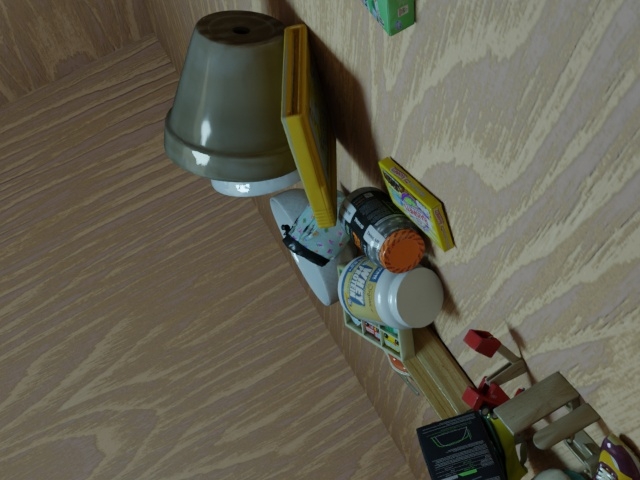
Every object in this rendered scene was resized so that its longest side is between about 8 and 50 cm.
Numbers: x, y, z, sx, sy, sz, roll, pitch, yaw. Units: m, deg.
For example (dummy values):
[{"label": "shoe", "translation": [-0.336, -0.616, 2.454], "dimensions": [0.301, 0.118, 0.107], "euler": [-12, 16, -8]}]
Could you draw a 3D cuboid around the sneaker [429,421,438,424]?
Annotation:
[{"label": "sneaker", "translation": [0.359, 0.524, 2.352], "dimensions": [0.279, 0.107, 0.118], "euler": [-137, 39, -55]}]

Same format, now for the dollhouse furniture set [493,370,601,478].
[{"label": "dollhouse furniture set", "translation": [0.376, 0.329, 1.493], "dimensions": [0.144, 0.123, 0.151], "euler": [52, 167, 46]}]

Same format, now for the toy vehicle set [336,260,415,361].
[{"label": "toy vehicle set", "translation": [0.126, 0.161, 2.196], "dimensions": [0.267, 0.035, 0.165], "euler": [27, 130, 59]}]

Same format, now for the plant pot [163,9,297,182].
[{"label": "plant pot", "translation": [-0.169, -0.321, 1.990], "dimensions": [0.323, 0.323, 0.280], "euler": [52, 146, 45]}]

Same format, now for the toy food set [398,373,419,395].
[{"label": "toy food set", "translation": [0.245, 0.316, 2.488], "dimensions": [0.132, 0.039, 0.192], "euler": [49, 155, 34]}]

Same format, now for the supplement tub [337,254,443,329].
[{"label": "supplement tub", "translation": [0.145, 0.107, 1.944], "dimensions": [0.200, 0.144, 0.144], "euler": [7, 127, 57]}]

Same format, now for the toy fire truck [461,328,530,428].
[{"label": "toy fire truck", "translation": [0.318, 0.245, 1.647], "dimensions": [0.192, 0.135, 0.047], "euler": [23, -172, -24]}]

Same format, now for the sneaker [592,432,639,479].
[{"label": "sneaker", "translation": [0.437, 0.371, 1.408], "dimensions": [0.069, 0.084, 0.185], "euler": [49, 165, 55]}]

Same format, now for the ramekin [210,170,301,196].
[{"label": "ramekin", "translation": [-0.150, -0.232, 2.291], "dimensions": [0.277, 0.277, 0.135], "euler": [-133, 24, -57]}]

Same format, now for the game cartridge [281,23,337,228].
[{"label": "game cartridge", "translation": [-0.015, -0.223, 1.891], "dimensions": [0.323, 0.053, 0.285], "euler": [69, -164, -47]}]

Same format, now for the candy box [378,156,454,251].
[{"label": "candy box", "translation": [0.175, -0.069, 1.726], "dimensions": [0.206, 0.027, 0.105], "euler": [50, 169, 53]}]

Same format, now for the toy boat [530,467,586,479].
[{"label": "toy boat", "translation": [0.473, 0.553, 1.654], "dimensions": [0.267, 0.148, 0.318], "euler": [98, 151, -67]}]

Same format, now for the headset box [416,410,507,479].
[{"label": "headset box", "translation": [0.297, 0.513, 1.768], "dimensions": [0.283, 0.131, 0.246], "euler": [-105, -4, -57]}]

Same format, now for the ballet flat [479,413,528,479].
[{"label": "ballet flat", "translation": [0.374, 0.404, 1.880], "dimensions": [0.077, 0.077, 0.230], "euler": [-123, 11, -53]}]

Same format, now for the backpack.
[{"label": "backpack", "translation": [0.013, -0.033, 2.273], "dimensions": [0.152, 0.182, 0.115], "euler": [28, -166, -41]}]

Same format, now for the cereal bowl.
[{"label": "cereal bowl", "translation": [0.000, 0.000, 2.536], "dimensions": [0.339, 0.141, 0.339], "euler": [58, 170, 16]}]

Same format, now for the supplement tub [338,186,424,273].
[{"label": "supplement tub", "translation": [0.123, -0.020, 1.874], "dimensions": [0.190, 0.117, 0.117], "euler": [50, 166, 52]}]

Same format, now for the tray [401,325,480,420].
[{"label": "tray", "translation": [0.247, 0.277, 2.222], "dimensions": [0.411, 0.076, 0.202], "euler": [55, 168, 33]}]

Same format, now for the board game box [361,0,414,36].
[{"label": "board game box", "translation": [0.047, -0.448, 1.233], "dimensions": [0.213, 0.046, 0.317], "euler": [56, 169, 27]}]

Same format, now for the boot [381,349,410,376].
[{"label": "boot", "translation": [0.200, 0.279, 2.417], "dimensions": [0.158, 0.059, 0.084], "euler": [51, 150, 36]}]
